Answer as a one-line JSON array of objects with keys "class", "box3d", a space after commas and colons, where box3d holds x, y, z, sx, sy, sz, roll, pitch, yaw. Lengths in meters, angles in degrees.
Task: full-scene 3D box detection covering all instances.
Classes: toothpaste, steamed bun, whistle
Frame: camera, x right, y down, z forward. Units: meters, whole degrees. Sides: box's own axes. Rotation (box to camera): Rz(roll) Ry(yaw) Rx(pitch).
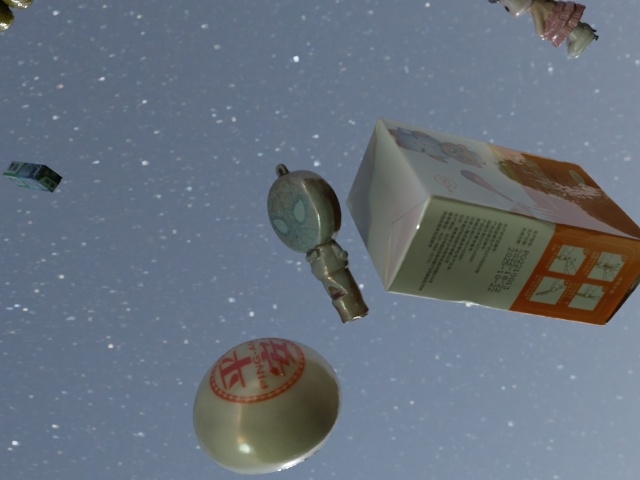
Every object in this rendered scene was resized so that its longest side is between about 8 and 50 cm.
[{"class": "toothpaste", "box3d": [-0.253, -0.056, 0.728, 0.020, 0.083, 0.017, 41, -110, -36]}, {"class": "steamed bun", "box3d": [-0.085, 0.231, 1.248, 0.232, 0.232, 0.145, -40, -55, -44]}, {"class": "whistle", "box3d": [0.000, 0.000, 1.044, 0.057, 0.107, 0.220, -22, -97, -41]}]

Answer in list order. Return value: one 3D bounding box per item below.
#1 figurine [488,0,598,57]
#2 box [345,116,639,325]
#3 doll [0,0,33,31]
[{"class": "figurine", "box3d": [0.203, -0.227, 0.775, 0.129, 0.054, 0.072, 33, -148, -6]}, {"class": "box", "box3d": [0.232, -0.024, 1.101, 0.341, 0.225, 0.143, 9, -59, -20]}, {"class": "doll", "box3d": [-0.493, -0.374, 1.139, 0.097, 0.137, 0.209, 64, -171, 30]}]
